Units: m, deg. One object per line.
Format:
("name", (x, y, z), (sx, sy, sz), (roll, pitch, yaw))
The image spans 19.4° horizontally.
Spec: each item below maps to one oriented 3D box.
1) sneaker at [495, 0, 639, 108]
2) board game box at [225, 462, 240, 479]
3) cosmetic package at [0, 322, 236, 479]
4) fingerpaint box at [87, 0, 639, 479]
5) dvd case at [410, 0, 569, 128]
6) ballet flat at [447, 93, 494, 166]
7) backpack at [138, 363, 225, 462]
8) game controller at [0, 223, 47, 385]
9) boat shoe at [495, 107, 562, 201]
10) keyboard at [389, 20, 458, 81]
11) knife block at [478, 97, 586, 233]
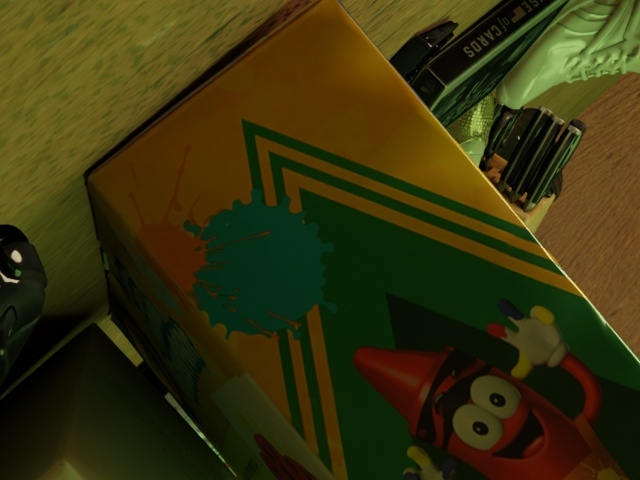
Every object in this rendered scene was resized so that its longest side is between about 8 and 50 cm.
("sneaker", (0.265, -0.187, 1.732), (0.232, 0.115, 0.090), (-41, 175, -13))
("board game box", (-0.024, 0.234, 1.990), (0.141, 0.291, 0.232), (-56, 170, 18))
("cosmetic package", (-0.159, 0.190, 1.059), (0.197, 0.155, 0.365), (-40, -170, 3))
("fingerpaint box", (0.047, 0.103, 1.073), (0.163, 0.371, 0.445), (-39, 174, -11))
("dvd case", (0.117, -0.134, 1.564), (0.179, 0.029, 0.239), (-39, 174, -25))
("ballet flat", (0.121, -0.068, 1.871), (0.073, 0.067, 0.206), (-9, 153, -37))
("backpack", (-0.132, 0.166, 1.717), (0.182, 0.115, 0.152), (-39, 177, -6))
("game controller", (-0.219, 0.093, 0.830), (0.166, 0.067, 0.319), (-23, 165, -29))
("boat shoe", (0.200, -0.082, 2.260), (0.120, 0.123, 0.324), (-11, -173, 26))
("keyboard", (0.029, -0.076, 1.333), (0.192, 0.038, 0.100), (-46, 173, 31))
("knife block", (0.190, -0.019, 1.957), (0.242, 0.276, 0.088), (-10, -167, 31))
